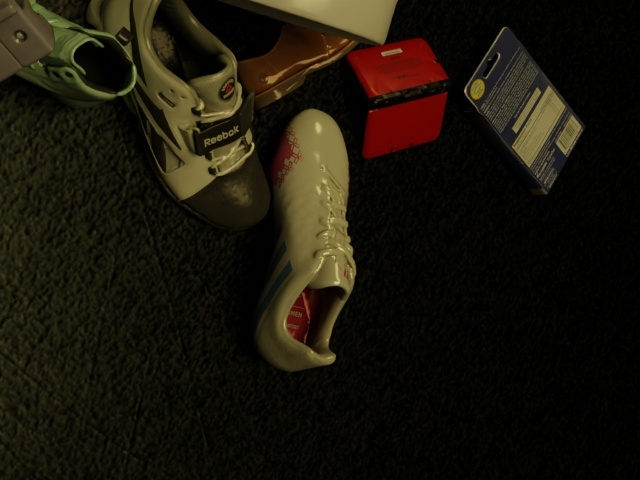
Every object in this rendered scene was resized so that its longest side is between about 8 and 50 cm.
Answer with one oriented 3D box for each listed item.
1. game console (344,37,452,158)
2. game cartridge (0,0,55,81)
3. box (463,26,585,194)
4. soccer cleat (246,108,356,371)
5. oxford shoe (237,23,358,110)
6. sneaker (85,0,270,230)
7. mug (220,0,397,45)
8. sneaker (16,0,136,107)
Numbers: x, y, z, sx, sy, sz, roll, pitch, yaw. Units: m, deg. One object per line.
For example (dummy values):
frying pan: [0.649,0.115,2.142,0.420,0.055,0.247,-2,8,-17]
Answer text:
game console: [0.099,-0.195,1.549,0.144,0.085,0.124,-18,71,-35]
game cartridge: [-0.435,-0.249,1.011,0.230,0.068,0.355,-30,131,9]
box: [0.293,-0.191,1.675,0.225,0.036,0.136,46,66,-29]
soccer cleat: [0.000,0.000,1.405,0.116,0.143,0.331,11,85,-36]
oxford shoe: [-0.017,-0.246,1.430,0.212,0.076,0.076,-36,102,-30]
sneaker: [-0.138,-0.146,1.301,0.122,0.146,0.330,-45,117,-28]
mug: [-0.049,-0.417,1.223,0.374,0.276,0.328,9,101,-43]
sneaker: [-0.304,-0.224,1.172,0.256,0.151,0.094,29,77,-32]
